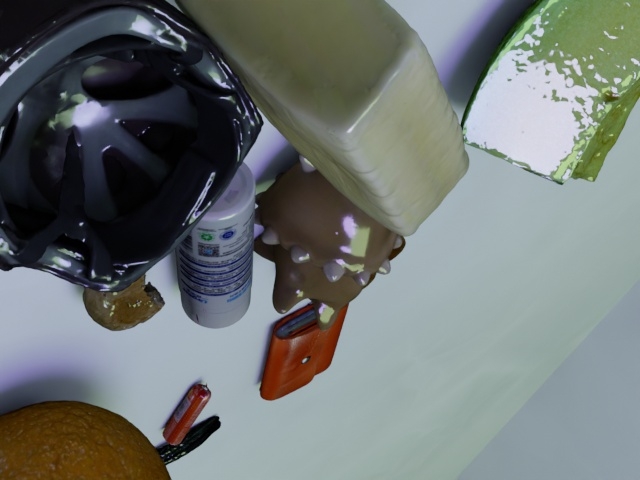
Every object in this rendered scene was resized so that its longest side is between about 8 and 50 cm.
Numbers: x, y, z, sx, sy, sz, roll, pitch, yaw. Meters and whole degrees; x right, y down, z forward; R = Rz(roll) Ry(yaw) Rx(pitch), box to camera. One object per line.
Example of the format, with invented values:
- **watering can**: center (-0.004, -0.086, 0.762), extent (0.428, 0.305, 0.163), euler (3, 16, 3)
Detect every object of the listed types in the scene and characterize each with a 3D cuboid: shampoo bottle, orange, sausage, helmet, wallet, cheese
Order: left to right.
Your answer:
- **orange**: center (-0.319, 0.363, 1.319), extent (0.322, 0.322, 0.357), euler (-33, 153, -12)
- **helmet**: center (-0.195, -0.105, 0.828), extent (0.225, 0.177, 0.305), euler (-45, 149, 1)
- **sausage**: center (-0.199, 0.258, 1.651), extent (0.034, 0.034, 0.129), euler (-10, 143, -47)
- **shampoo bottle**: center (-0.122, 0.020, 1.262), extent (0.092, 0.092, 0.303), euler (-30, 155, -20)
- **wallet**: center (-0.025, 0.170, 1.726), extent (0.142, 0.045, 0.204), euler (-26, 153, -26)
- **cheese**: center (0.002, -0.146, 0.950), extent (0.124, 0.242, 0.265), euler (-48, 156, -2)

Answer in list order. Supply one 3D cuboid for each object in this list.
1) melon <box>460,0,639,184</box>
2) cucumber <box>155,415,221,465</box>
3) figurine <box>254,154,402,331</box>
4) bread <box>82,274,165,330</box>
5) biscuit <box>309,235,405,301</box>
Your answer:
- **melon**: center (0.358, -0.232, 1.362), extent (0.331, 0.226, 0.343), euler (10, 114, -46)
- **cucumber**: center (-0.212, 0.324, 1.750), extent (0.135, 0.034, 0.033), euler (-26, 149, -28)
- **figurine**: center (-0.001, -0.006, 1.281), extent (0.247, 0.177, 0.173), euler (-44, 176, 29)
- **bread**: center (-0.226, 0.056, 1.216), extent (0.082, 0.060, 0.113), euler (-33, 154, -13)
- **biscuit**: center (0.029, 0.019, 1.542), extent (0.180, 0.039, 0.236), euler (-44, 155, 19)
